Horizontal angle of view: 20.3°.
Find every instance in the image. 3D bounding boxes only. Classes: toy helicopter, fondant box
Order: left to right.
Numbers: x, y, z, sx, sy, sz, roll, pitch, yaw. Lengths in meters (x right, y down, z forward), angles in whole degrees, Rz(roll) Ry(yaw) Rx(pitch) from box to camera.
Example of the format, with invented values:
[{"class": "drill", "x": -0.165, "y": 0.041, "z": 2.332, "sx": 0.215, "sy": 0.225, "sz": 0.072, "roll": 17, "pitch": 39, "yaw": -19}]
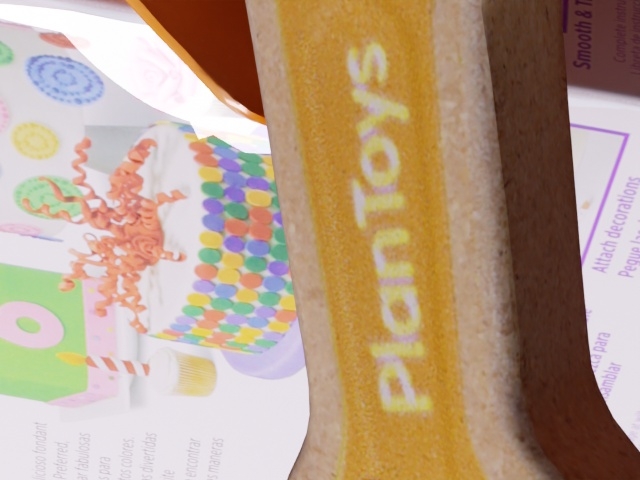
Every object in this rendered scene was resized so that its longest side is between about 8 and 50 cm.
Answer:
[{"class": "toy helicopter", "x": -0.002, "y": -0.067, "z": 0.348, "sx": 0.235, "sy": 0.140, "sz": 0.355, "roll": -4, "pitch": 94, "yaw": 39}, {"class": "fondant box", "x": 0.000, "y": 0.000, "z": 0.549, "sx": 0.330, "sy": 0.096, "sz": 0.238, "roll": 9, "pitch": 138, "yaw": -2}]
